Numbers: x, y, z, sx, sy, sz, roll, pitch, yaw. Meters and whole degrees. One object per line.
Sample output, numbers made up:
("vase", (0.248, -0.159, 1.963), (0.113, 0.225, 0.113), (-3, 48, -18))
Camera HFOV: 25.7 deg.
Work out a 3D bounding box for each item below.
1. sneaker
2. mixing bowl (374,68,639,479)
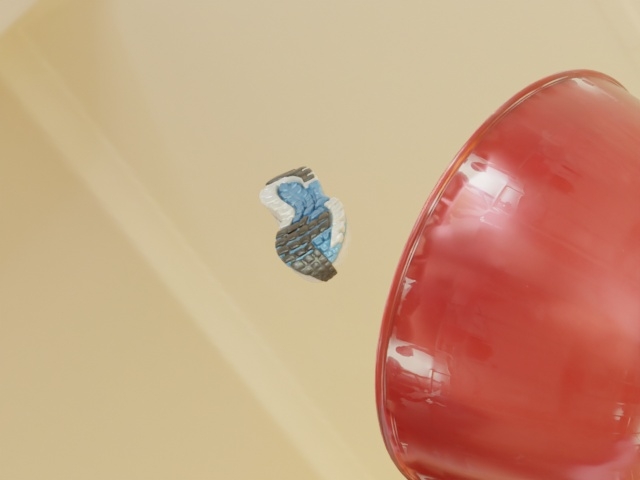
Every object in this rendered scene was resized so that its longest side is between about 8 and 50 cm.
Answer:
("sneaker", (0.000, 0.000, 1.284), (0.071, 0.190, 0.083), (-28, -65, 4))
("mixing bowl", (0.116, 0.036, 0.533), (0.098, 0.181, 0.181), (26, -35, 39))
